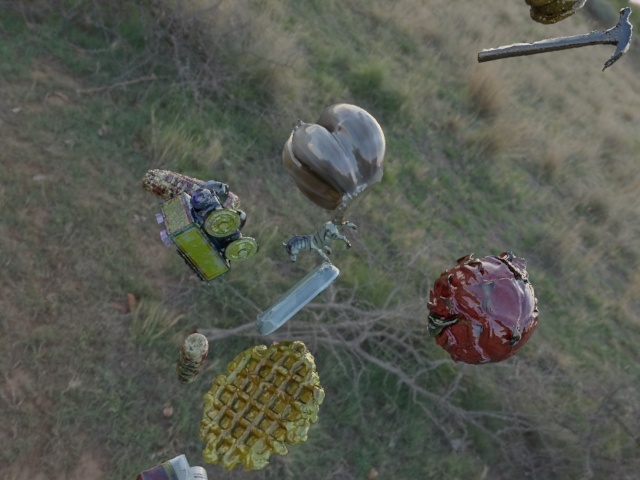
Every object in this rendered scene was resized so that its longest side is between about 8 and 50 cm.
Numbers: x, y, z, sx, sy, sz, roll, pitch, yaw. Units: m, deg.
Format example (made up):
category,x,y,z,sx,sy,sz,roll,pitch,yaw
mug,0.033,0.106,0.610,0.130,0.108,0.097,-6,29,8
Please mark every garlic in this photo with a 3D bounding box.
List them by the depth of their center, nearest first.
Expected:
category,x,y,z,sx,sy,sz,roll,pitch,yaw
garlic,0.030,-0.196,1.433,0.210,0.237,0.292,-29,82,-21

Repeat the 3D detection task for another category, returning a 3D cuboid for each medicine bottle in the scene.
category,x,y,z,sx,sy,sz,roll,pitch,yaw
medicine bottle,-0.324,0.663,1.584,0.080,0.080,0.130,21,21,-26

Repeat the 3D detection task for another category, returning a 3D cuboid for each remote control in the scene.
category,x,y,z,sx,sy,sz,roll,pitch,yaw
remote control,-0.057,0.140,1.480,0.052,0.247,0.104,51,-8,-7

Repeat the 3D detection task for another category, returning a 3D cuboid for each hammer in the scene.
category,x,y,z,sx,sy,sz,roll,pitch,yaw
hammer,0.461,-0.391,1.223,0.027,0.297,0.125,24,73,-55

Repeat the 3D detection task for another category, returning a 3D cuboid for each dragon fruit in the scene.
category,x,y,z,sx,sy,sz,roll,pitch,yaw
dragon fruit,0.375,0.147,1.387,0.244,0.244,0.299,38,73,0

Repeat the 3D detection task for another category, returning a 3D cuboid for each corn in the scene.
category,x,y,z,sx,sy,sz,roll,pitch,yaw
corn,-0.368,-0.129,1.727,0.290,0.098,0.098,19,31,6
corn,-0.406,0.376,1.906,0.086,0.253,0.086,11,50,-13

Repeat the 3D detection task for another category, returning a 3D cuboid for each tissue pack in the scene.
category,x,y,z,sx,sy,sz,roll,pitch,yaw
tissue pack,-0.302,0.531,1.227,0.106,0.099,0.149,-11,61,-42

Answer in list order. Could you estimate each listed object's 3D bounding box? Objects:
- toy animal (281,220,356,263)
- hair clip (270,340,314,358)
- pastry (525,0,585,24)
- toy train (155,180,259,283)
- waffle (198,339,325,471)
category,x,y,z,sx,sy,sz,roll,pitch,yaw
toy animal,-0.002,-0.003,1.984,0.176,0.217,0.073,33,23,-36
hair clip,-0.093,0.327,1.601,0.102,0.138,0.123,-48,124,-26
pastry,0.373,-0.396,0.961,0.097,0.109,0.057,10,-24,49
toy train,-0.263,-0.023,1.452,0.134,0.177,0.261,63,1,40
waffle,-0.133,0.368,1.376,0.325,0.302,0.068,-99,166,-47
